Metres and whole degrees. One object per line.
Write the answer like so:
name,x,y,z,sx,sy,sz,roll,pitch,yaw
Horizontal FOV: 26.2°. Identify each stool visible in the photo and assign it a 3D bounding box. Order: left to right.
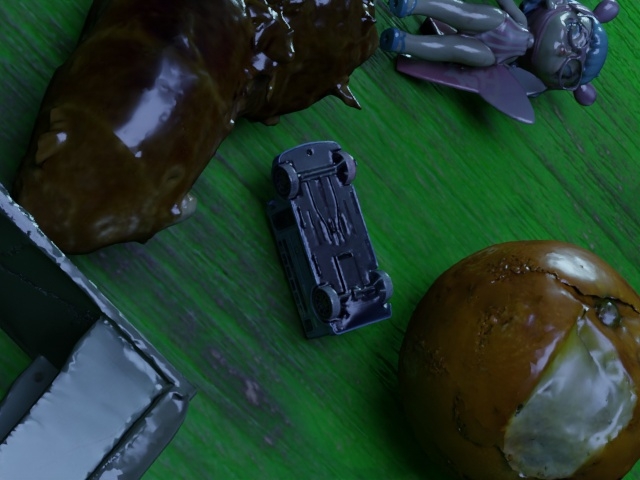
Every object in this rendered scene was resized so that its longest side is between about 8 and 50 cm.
stool,-0.275,0.115,0.955,0.270,0.170,0.243,48,57,-10

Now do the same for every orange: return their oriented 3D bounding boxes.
orange,0.187,0.116,1.207,0.240,0.240,0.240,10,71,-29

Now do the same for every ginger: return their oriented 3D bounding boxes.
ginger,-0.089,-0.143,1.137,0.254,0.176,0.418,29,57,-5

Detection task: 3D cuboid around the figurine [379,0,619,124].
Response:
figurine,0.178,-0.224,1.367,0.260,0.103,0.205,3,99,-27

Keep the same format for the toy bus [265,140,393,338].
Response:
toy bus,0.000,0.000,1.216,0.073,0.076,0.167,-15,86,-33

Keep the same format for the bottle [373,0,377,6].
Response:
bottle,0.035,-0.304,1.330,0.072,0.072,0.201,23,65,-24
